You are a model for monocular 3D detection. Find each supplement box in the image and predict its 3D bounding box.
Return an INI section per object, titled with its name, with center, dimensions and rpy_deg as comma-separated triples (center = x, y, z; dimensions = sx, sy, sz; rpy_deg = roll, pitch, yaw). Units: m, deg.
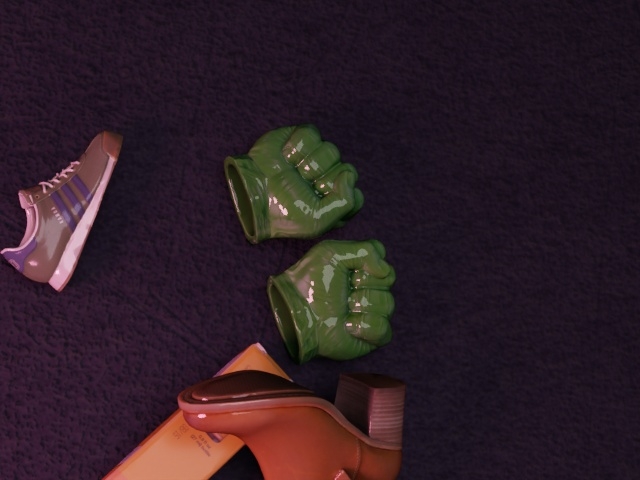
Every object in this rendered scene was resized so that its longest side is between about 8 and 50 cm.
[supplement box]
center = -0.134, 0.217, 1.670
dimensions = 0.233, 0.080, 0.078
rpy_deg = -41, 91, -17

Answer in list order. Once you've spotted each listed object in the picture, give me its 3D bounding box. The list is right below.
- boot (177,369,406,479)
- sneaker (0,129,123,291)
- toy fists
[boot]
center = -0.035, 0.253, 1.630
dimensions = 0.283, 0.109, 0.220
rpy_deg = 3, 100, -41
[sneaker]
center = -0.289, -0.046, 1.692
dimensions = 0.086, 0.064, 0.192
rpy_deg = 23, 76, -14
[toy fists]
center = 0.000, 0.000, 1.744
dimensions = 0.142, 0.096, 0.279
rpy_deg = -18, 81, -19
